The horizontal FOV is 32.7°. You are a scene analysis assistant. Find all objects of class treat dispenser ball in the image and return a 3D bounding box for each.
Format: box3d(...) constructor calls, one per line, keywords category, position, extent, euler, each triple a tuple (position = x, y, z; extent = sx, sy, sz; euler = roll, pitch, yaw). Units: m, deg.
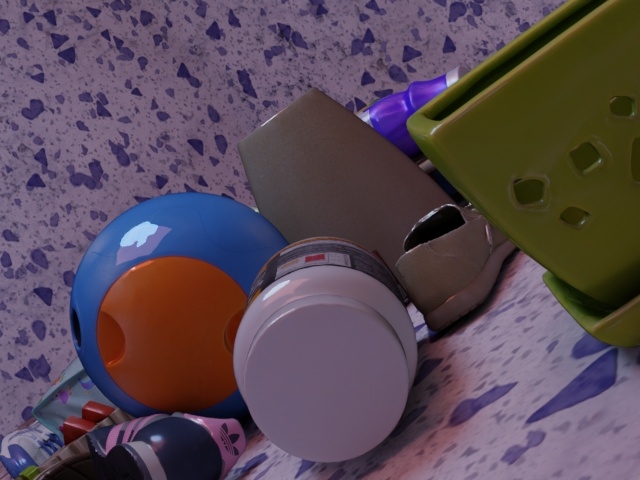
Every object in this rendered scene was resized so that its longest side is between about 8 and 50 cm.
box3d(category="treat dispenser ball", position=(-0.158, 0.084, 1.328), extent=(0.288, 0.288, 0.288), euler=(-36, 6, 5))

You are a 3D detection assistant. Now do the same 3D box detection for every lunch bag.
box3d(category="lunch bag", position=(-0.313, 0.218, 1.811), extent=(0.262, 0.160, 0.223), euler=(-42, 5, 9))

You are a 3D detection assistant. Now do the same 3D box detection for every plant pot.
box3d(category="plant pot", position=(0.214, -0.065, 0.778), extent=(0.228, 0.207, 0.227), euler=(-37, 6, 6))
box3d(category="plant pot", position=(0.021, -0.055, 1.439), extent=(0.256, 0.274, 0.256), euler=(-37, 6, 4))

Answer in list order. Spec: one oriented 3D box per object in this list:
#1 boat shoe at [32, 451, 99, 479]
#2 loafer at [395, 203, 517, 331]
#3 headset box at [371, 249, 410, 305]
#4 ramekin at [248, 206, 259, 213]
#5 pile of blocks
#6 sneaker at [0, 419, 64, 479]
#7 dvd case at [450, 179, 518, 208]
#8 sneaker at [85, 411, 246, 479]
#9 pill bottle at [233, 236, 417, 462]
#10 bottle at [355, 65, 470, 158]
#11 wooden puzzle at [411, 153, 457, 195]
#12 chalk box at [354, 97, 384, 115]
box3d(category="boat shoe", position=(-0.353, 0.357, 1.321), extent=(0.095, 0.095, 0.257), euler=(-39, 3, 46))
box3d(category="loafer", position=(0.147, 0.003, 1.166), extent=(0.102, 0.092, 0.268), euler=(-34, 7, 22))
box3d(category="headset box", position=(0.058, 0.056, 1.301), extent=(0.062, 0.083, 0.032), euler=(-31, 8, 36))
box3d(category="ramekin", position=(-0.173, 0.067, 1.655), extent=(0.303, 0.148, 0.303), euler=(-5, 22, 2))
box3d(category="pile of blocks", position=(-0.333, 0.299, 1.528), extent=(0.362, 0.112, 0.149), euler=(-36, 7, 0))
box3d(category="sneaker", position=(-0.469, 0.346, 1.925), extent=(0.131, 0.112, 0.296), euler=(-36, 7, 3))
box3d(category="dvd case", position=(0.284, -0.114, 1.582), extent=(0.253, 0.022, 0.180), euler=(-35, 7, 18))
box3d(category="sneaker", position=(-0.175, 0.245, 1.217), extent=(0.131, 0.112, 0.319), euler=(-21, 3, -23))
box3d(category="pill bottle", position=(0.004, 0.092, 0.990), extent=(0.162, 0.162, 0.278), euler=(-36, 6, 5))
box3d(category="bottle", position=(0.098, -0.152, 1.551), extent=(0.283, 0.092, 0.118), euler=(-28, -10, 31))
box3d(category="wooden puzzle", position=(0.218, -0.132, 1.651), extent=(0.322, 0.080, 0.348), euler=(-37, 7, -28))
box3d(category="chalk box", position=(0.164, -0.183, 2.062), extent=(0.213, 0.132, 0.132), euler=(-3, -19, -40))
